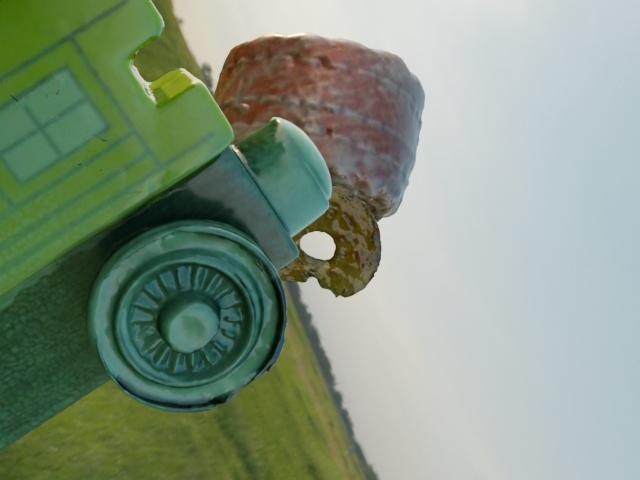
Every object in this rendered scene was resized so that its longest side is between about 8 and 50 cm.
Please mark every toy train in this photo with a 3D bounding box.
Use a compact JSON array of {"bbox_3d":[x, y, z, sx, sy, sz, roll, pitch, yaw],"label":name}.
[{"bbox_3d":[-0.218,0.018,0.456,0.272,0.442,0.179,58,-3,-20],"label":"toy train"}]

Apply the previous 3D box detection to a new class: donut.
[{"bbox_3d":[0.000,0.000,0.728,0.043,0.108,0.097,155,-48,-88],"label":"donut"}]

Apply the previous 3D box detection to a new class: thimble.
[{"bbox_3d":[-0.007,-0.120,0.926,0.239,0.239,0.162,80,21,-75],"label":"thimble"}]
